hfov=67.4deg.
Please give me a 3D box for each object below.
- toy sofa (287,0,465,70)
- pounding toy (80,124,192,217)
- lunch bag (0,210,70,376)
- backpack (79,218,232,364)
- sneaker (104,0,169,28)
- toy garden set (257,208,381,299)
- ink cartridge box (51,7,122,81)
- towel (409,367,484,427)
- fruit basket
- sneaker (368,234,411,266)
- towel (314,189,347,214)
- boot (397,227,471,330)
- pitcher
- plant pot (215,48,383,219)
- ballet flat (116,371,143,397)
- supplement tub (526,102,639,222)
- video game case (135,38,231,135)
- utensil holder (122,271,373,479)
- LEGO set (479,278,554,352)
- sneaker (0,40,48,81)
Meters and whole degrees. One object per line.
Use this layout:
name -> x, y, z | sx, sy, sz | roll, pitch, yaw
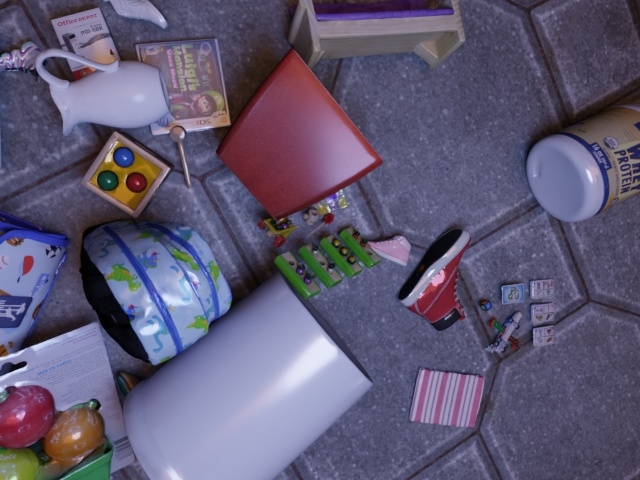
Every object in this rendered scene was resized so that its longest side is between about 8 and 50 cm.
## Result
toy sofa -> 0.116, -0.475, 1.051 | 0.362, 0.150, 0.177 | -10, 87, -14
pounding toy -> -0.350, -0.153, 0.994 | 0.181, 0.094, 0.206 | 34, 94, -15
lunch bag -> -0.699, 0.079, 0.858 | 0.385, 0.238, 0.328 | 27, 86, -45
backpack -> -0.322, 0.088, 0.903 | 0.273, 0.355, 0.290 | -21, 99, -12
sneaker -> -0.386, -0.483, 0.994 | 0.152, 0.054, 0.061 | 34, 95, -9
toy garden set -> 0.000, 0.000, 1.059 | 0.244, 0.049, 0.204 | -22, 63, -42
ink cartridge box -> -0.466, -0.386, 0.975 | 0.099, 0.056, 0.135 | -22, 100, -11
towel -> 0.335, 0.417, 1.272 | 0.196, 0.029, 0.144 | 11, 93, -13
fruit basket -> -0.559, 0.373, 0.932 | 0.326, 0.165, 0.354 | -22, 109, -39
sneaker -> 0.164, 0.010, 1.178 | 0.134, 0.051, 0.070 | 22, 88, -19
towel -> 0.021, -0.097, 1.151 | 0.083, 0.009, 0.060 | -16, 98, -12
boot -> 0.332, 0.103, 1.213 | 0.176, 0.088, 0.244 | 36, 94, -15
pitcher -> -0.407, -0.292, 0.912 | 0.206, 0.178, 0.126 | -11, 60, -8
plant pot -> -0.065, -0.194, 1.005 | 0.235, 0.267, 0.267 | -41, 103, 4
ballet flat -> -0.378, 0.382, 1.072 | 0.073, 0.080, 0.233 | -28, 106, -39
supplement tub -> 0.715, -0.204, 1.207 | 0.316, 0.228, 0.229 | -24, 101, -11
video game case -> -0.294, -0.333, 1.042 | 0.173, 0.022, 0.191 | -10, 97, -14
utensil holder -> -0.131, 0.301, 0.970 | 0.385, 0.327, 0.328 | -40, 103, -3
LEGO set -> 0.528, 0.203, 1.301 | 0.244, 0.060, 0.183 | -4, 93, -23
sneaker -> -0.593, -0.343, 0.956 | 0.098, 0.038, 0.069 | -37, 102, -8
